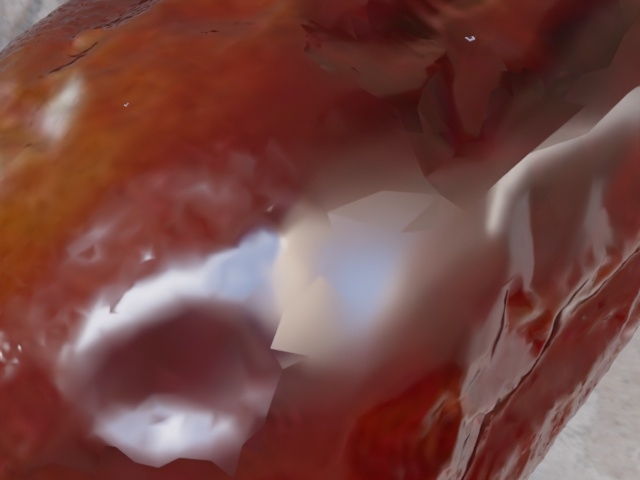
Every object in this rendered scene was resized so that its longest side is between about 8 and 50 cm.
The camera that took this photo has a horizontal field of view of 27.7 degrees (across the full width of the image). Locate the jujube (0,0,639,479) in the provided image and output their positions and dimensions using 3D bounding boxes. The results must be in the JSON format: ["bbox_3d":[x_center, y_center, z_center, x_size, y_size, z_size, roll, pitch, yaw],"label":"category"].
[{"bbox_3d":[0.000,0.000,0.431,0.318,0.223,0.223,-38,89,-23],"label":"jujube"}]
